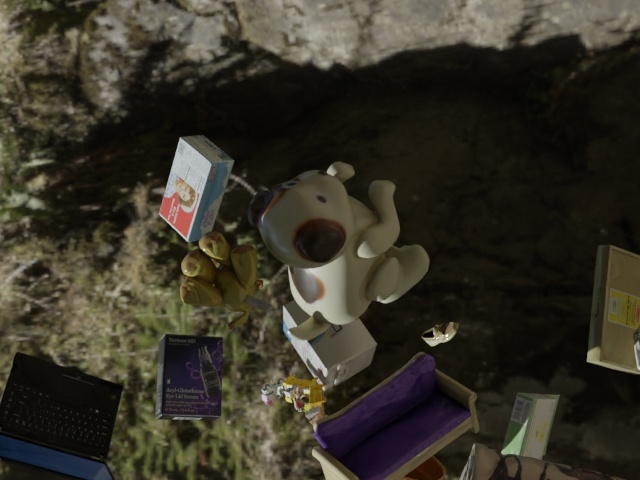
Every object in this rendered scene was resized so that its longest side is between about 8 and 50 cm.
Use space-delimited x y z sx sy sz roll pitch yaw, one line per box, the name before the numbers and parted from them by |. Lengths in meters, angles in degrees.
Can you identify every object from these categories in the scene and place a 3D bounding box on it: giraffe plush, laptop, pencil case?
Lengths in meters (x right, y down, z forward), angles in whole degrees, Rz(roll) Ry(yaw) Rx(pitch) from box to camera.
giraffe plush | -0.188 0.077 1.910 0.210 0.181 0.170 39 -172 -4
laptop | -0.494 0.346 1.710 0.234 0.136 0.264 24 -129 -24
pencil case | 0.386 0.433 1.315 0.159 0.411 0.183 101 -176 -48

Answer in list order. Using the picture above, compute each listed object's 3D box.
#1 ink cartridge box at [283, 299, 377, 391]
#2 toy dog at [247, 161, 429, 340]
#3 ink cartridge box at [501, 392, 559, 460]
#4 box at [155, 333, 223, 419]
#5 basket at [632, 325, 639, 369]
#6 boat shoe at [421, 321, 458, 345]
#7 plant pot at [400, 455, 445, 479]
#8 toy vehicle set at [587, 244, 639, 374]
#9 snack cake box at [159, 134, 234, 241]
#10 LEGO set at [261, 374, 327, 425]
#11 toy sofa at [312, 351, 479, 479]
ink cartridge box | 0.023 0.272 2.504 0.232 0.168 0.171 55 161 23
toy dog | 0.000 0.000 1.963 0.395 0.284 0.408 -44 -33 -5
ink cartridge box | 0.546 0.469 2.206 0.235 0.056 0.171 13 -88 -46
box | -0.331 0.346 2.227 0.108 0.153 0.207 138 133 -66
basket | 0.749 0.203 1.853 0.113 0.103 0.167 -77 10 -48
boat shoe | 0.340 0.263 2.521 0.045 0.135 0.050 31 -131 -17
plant pot | 0.184 0.626 2.207 0.205 0.205 0.187 -19 -51 -69
toy vehicle set | 0.678 0.157 1.986 0.166 0.035 0.266 18 -106 -31
snack cake box | -0.356 -0.149 2.520 0.089 0.152 0.264 -13 -46 -47
LEGO set | -0.035 0.455 2.414 0.132 0.287 0.107 -24 -68 -28
toy sofa | 0.169 0.419 1.960 0.363 0.150 0.177 -29 -58 -23
